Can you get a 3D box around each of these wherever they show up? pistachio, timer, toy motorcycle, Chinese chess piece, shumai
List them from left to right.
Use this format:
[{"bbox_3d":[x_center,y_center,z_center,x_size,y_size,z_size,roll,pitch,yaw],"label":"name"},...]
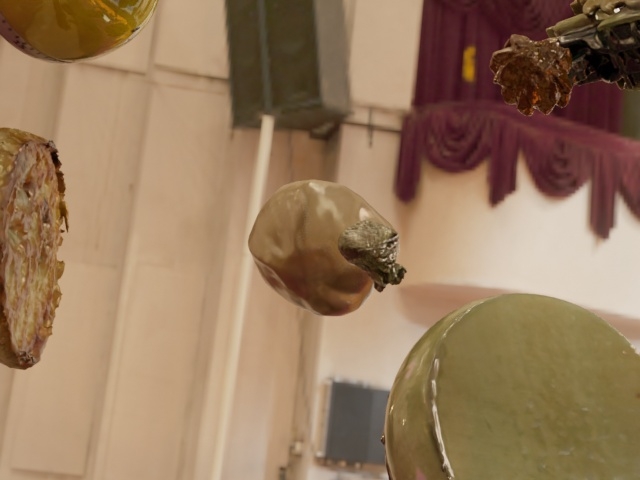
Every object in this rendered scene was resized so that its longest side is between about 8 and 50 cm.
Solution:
[{"bbox_3d":[-0.319,-0.388,1.595,0.285,0.285,0.285,6,-14,1],"label":"timer"},{"bbox_3d":[0.000,0.000,1.796,0.226,0.207,0.332,-13,16,-11],"label":"pistachio"},{"bbox_3d":[0.062,0.025,1.415,0.082,0.080,0.083,-7,28,-10],"label":"shumai"},{"bbox_3d":[0.245,0.233,1.351,0.350,0.349,0.146,10,-33,-14],"label":"Chinese chess piece"},{"bbox_3d":[0.496,-0.321,1.680,0.410,0.237,0.168,-9,-57,39],"label":"toy motorcycle"}]

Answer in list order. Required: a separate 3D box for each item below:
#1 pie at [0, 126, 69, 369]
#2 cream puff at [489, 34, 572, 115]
[{"bbox_3d":[-0.377,0.001,1.411,0.092,0.315,0.315,4,-14,0],"label":"pie"},{"bbox_3d":[0.300,-0.238,1.618,0.122,0.116,0.094,32,-20,19],"label":"cream puff"}]
